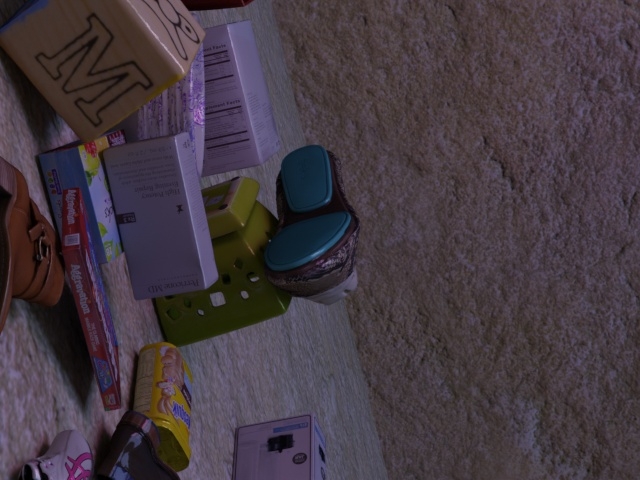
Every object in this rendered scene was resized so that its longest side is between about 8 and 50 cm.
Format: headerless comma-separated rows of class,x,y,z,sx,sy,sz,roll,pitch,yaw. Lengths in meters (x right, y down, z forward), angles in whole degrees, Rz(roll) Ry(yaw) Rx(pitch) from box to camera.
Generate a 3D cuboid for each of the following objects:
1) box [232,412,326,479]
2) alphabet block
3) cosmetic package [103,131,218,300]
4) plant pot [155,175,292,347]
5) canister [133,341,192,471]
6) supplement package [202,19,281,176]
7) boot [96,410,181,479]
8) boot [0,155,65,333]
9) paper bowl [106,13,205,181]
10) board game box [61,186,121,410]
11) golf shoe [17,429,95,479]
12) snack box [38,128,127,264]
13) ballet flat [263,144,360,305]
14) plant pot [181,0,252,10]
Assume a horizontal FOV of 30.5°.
box,-0.078,0.478,2.227,0.290,0.169,0.087,-88,163,-47
alphabet block,-0.305,-0.290,1.659,0.197,0.193,0.192,52,22,-20
cosmetic package,-0.234,-0.036,1.733,0.085,0.117,0.231,-50,129,-76
plant pot,-0.181,0.026,2.053,0.228,0.227,0.207,-77,146,-65
canister,-0.247,0.259,1.838,0.170,0.073,0.126,-93,167,-46
supplement package,-0.214,-0.266,2.225,0.199,0.198,0.262,-56,134,-74
boot,-0.267,0.356,1.697,0.106,0.082,0.219,-59,145,-42
boot,-0.375,0.041,1.381,0.220,0.109,0.283,67,8,-62
paper bowl,-0.270,-0.231,1.930,0.284,0.148,0.284,180,-90,-90
board game box,-0.311,0.083,1.601,0.145,0.027,0.281,-105,-173,-53
golf shoe,-0.324,0.287,1.419,0.186,0.068,0.086,-85,158,-57
snack box,-0.332,-0.065,1.744,0.207,0.070,0.174,-50,129,-75
ballet flat,0.000,0.000,2.026,0.483,0.164,0.182,-90,162,-63
plant pot,-0.262,-0.556,2.184,0.267,0.236,0.267,-68,146,-71
